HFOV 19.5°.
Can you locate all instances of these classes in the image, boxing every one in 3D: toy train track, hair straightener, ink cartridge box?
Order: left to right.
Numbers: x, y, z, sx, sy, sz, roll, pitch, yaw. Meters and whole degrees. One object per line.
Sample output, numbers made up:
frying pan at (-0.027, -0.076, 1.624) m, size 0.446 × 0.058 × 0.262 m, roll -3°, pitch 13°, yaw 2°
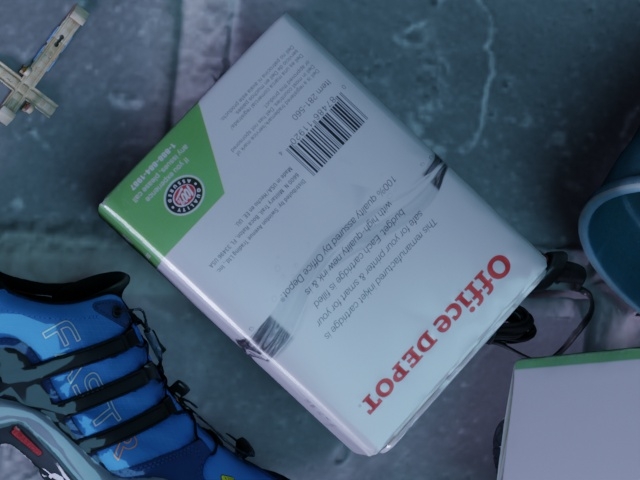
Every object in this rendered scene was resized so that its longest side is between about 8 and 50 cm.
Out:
toy train track at (-0.164, -0.104, 1.100) m, size 0.048 × 0.014 × 0.083 m, roll 38°, pitch 84°, yaw -26°
ink cartridge box at (0.000, 0.000, 1.111) m, size 0.219 × 0.092 × 0.160 m, roll 44°, pitch 81°, yaw -3°
hair straightener at (0.085, 0.043, 1.231) m, size 0.230 × 0.047 × 0.089 m, roll 4°, pitch 99°, yaw -29°
ink cartridge box at (0.286, 0.162, 1.206) m, size 0.289 × 0.211 × 0.121 m, roll 24°, pitch 67°, yaw -40°

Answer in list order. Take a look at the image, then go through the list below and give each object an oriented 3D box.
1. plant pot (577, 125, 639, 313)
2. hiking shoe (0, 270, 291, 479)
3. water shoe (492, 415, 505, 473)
plant pot at (0.343, -0.064, 1.212) m, size 0.272 × 0.272 × 0.255 m, roll 37°, pitch 70°, yaw -26°
hiking shoe at (-0.124, 0.090, 1.102) m, size 0.304 × 0.113 × 0.132 m, roll 29°, pitch 89°, yaw -26°
water shoe at (0.179, 0.205, 1.284) m, size 0.080 × 0.073 × 0.203 m, roll -20°, pitch 108°, yaw -25°
